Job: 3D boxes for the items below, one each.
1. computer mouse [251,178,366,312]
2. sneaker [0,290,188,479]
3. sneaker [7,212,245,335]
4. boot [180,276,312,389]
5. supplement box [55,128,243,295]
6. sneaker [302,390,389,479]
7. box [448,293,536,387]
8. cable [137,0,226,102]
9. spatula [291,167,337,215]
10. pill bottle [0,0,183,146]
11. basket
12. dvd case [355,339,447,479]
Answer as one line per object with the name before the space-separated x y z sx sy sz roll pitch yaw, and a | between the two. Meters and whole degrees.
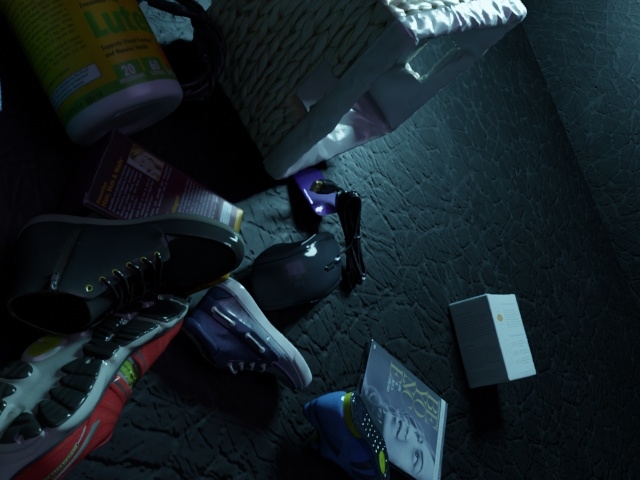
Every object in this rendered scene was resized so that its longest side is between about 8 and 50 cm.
computer mouse | 0.000 0.000 0.868 0.262 0.060 0.184 -11 97 -51
sneaker | -0.221 0.133 0.561 0.279 0.107 0.118 -54 158 -63
sneaker | -0.178 0.037 0.567 0.222 0.083 0.118 0 36 -18
boot | -0.093 0.141 0.732 0.190 0.069 0.086 52 58 -18
supplement box | -0.192 -0.026 0.675 0.188 0.081 0.104 34 49 -35
sneaker | 0.040 0.286 0.814 0.069 0.082 0.209 -81 152 -53
box | 0.348 0.200 1.182 0.130 0.091 0.170 6 67 -47
cable | -0.202 -0.266 0.786 0.150 0.047 0.184 -39 91 -35
spatula | -0.039 -0.177 0.971 0.084 0.030 0.296 -12 80 -52
pill bottle | -0.269 -0.242 0.650 0.136 0.136 0.245 -32 97 -51
basket | 0.050 -0.311 0.861 0.331 0.328 0.266 -28 83 -42
dvd case | 0.133 0.288 0.947 0.221 0.018 0.164 43 44 -27
